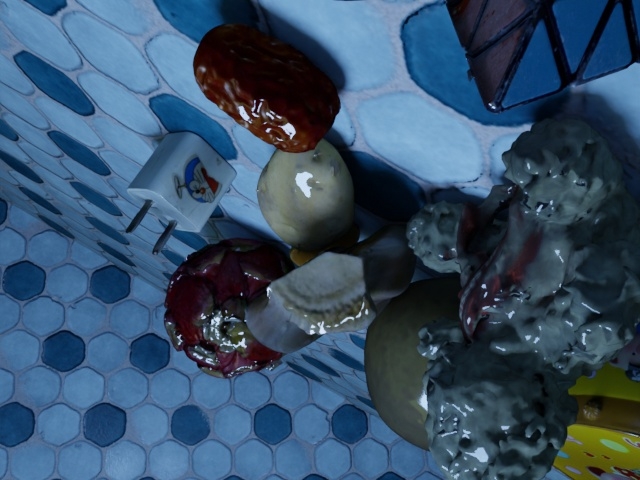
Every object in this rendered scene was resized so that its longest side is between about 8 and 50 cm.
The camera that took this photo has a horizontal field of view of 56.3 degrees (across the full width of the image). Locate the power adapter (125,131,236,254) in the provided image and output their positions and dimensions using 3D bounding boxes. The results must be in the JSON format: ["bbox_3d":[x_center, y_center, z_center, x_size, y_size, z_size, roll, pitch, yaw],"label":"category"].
[{"bbox_3d":[-0.267,-0.076,1.077,0.125,0.205,0.130,6,151,47],"label":"power adapter"}]

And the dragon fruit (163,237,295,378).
[{"bbox_3d":[-0.184,0.143,1.333,0.329,0.329,0.329,26,159,11],"label":"dragon fruit"}]

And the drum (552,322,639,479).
[{"bbox_3d":[0.507,0.242,0.776,0.431,0.214,0.431,26,158,11],"label":"drum"}]

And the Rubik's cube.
[{"bbox_3d":[0.190,-0.187,0.443,0.178,0.211,0.190,16,-161,-23],"label":"Rubik's cube"}]

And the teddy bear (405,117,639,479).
[{"bbox_3d":[0.197,0.101,0.652,0.224,0.367,0.357,27,161,-8],"label":"teddy bear"}]

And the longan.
[{"bbox_3d":[0.207,0.199,0.973,0.297,0.297,0.297,26,159,11],"label":"longan"}]

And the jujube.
[{"bbox_3d":[-0.062,-0.178,0.690,0.176,0.109,0.112,34,-169,-10],"label":"jujube"}]

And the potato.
[{"bbox_3d":[-0.018,-0.060,0.890,0.161,0.128,0.235,32,154,-8],"label":"potato"}]

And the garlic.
[{"bbox_3d":[0.020,0.076,0.905,0.132,0.279,0.325,68,-166,4],"label":"garlic"}]

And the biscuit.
[{"bbox_3d":[0.000,-0.001,1.052,0.140,0.023,0.118,-35,128,29],"label":"biscuit"}]
